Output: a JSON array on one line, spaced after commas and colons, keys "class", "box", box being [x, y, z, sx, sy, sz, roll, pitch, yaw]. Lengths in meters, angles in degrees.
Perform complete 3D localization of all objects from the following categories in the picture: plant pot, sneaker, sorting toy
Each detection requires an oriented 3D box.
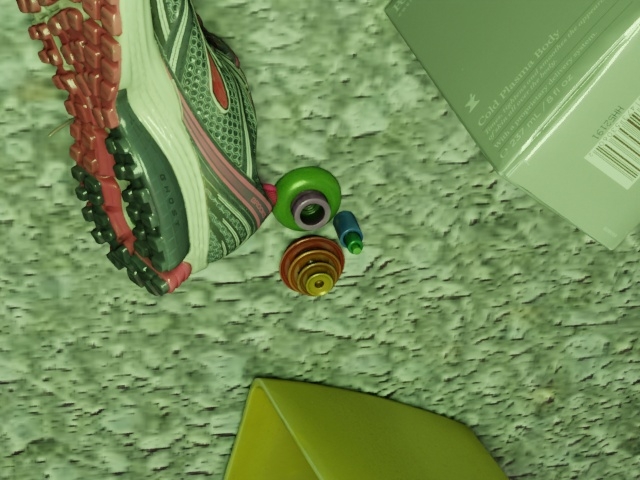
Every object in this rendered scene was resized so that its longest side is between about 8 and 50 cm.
[{"class": "plant pot", "box": [0.048, 0.242, 1.049, 0.187, 0.212, 0.212, -1, 123, -29]}, {"class": "sneaker", "box": [-0.106, -0.117, 0.834, 0.112, 0.121, 0.299, -31, 129, -30]}, {"class": "sorting toy", "box": [0.000, 0.000, 0.966, 0.061, 0.042, 0.102, -10, 124, -8]}]

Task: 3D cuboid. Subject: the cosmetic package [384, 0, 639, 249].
[{"class": "cosmetic package", "box": [0.138, -0.116, 0.812, 0.107, 0.238, 0.127, 30, 108, -32]}]
